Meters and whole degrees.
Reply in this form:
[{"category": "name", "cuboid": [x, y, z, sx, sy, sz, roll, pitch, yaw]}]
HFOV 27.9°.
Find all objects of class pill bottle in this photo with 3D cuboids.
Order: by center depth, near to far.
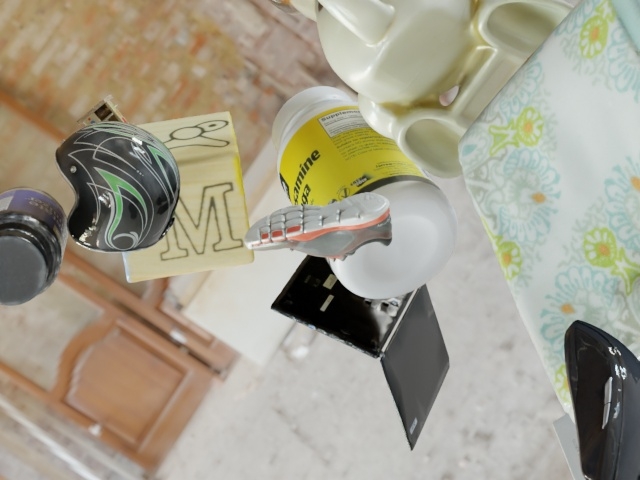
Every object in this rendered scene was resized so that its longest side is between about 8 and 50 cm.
[{"category": "pill bottle", "cuboid": [-0.402, 0.010, 1.712, 0.123, 0.123, 0.219, -53, 16, 8]}, {"category": "pill bottle", "cuboid": [0.049, -0.082, 1.866, 0.188, 0.188, 0.334, -51, 39, 17]}]

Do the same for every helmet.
[{"category": "helmet", "cuboid": [-0.275, -0.081, 1.745, 0.169, 0.169, 0.161, -80, -2, -63]}]

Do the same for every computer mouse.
[{"category": "computer mouse", "cuboid": [0.275, 0.199, 1.096, 0.060, 0.184, 0.262, -20, 45, 27]}]

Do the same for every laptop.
[{"category": "laptop", "cuboid": [0.068, 0.141, 1.905, 0.234, 0.264, 0.136, -55, -12, -56]}]

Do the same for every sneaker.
[{"category": "sneaker", "cuboid": [0.000, 0.000, 1.314, 0.158, 0.065, 0.061, -9, 31, 17]}]

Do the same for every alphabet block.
[{"category": "alphabet block", "cuboid": [-0.216, -0.071, 1.986, 0.192, 0.197, 0.193, -105, 8, -62]}]

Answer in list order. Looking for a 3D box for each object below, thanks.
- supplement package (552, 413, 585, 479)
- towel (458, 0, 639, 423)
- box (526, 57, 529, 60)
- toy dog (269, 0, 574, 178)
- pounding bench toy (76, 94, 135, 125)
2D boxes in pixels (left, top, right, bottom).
[{"category": "supplement package", "cuboid": [0.454, 0.306, 1.761, 0.134, 0.244, 0.139, -38, 45, 24]}, {"category": "towel", "cuboid": [0.289, -0.044, 1.277, 0.320, 0.090, 0.374, -47, 52, 44]}, {"category": "box", "cuboid": [0.311, -0.108, 1.659, 0.163, 0.142, 0.247, -64, -19, 0]}, {"category": "toy dog", "cuboid": [0.067, -0.323, 1.740, 0.284, 0.395, 0.408, -61, 42, 27]}, {"category": "pounding bench toy", "cuboid": [-0.303, -0.168, 1.858, 0.052, 0.065, 0.083, -38, 10, 10]}]
